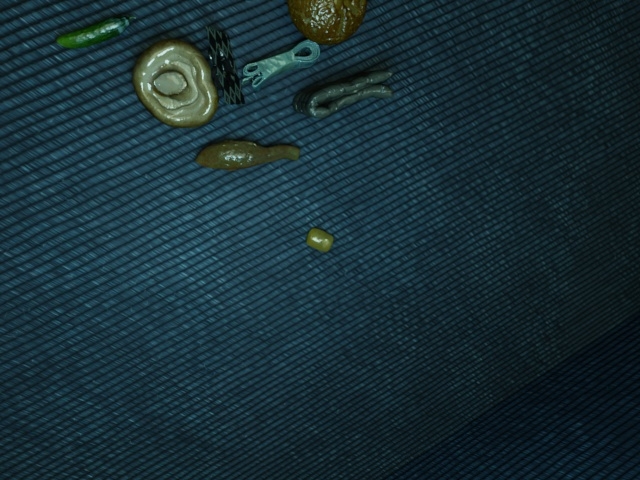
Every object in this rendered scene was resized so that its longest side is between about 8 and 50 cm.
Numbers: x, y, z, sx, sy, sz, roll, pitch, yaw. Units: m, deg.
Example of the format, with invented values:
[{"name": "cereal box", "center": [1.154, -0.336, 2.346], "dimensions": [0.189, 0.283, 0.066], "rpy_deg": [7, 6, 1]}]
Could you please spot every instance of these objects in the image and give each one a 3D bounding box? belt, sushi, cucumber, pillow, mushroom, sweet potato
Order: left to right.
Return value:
[{"name": "cucumber", "center": [-0.696, -0.652, 1.281], "dimensions": [0.249, 0.056, 0.056], "rpy_deg": [-25, 110, -7]}, {"name": "mushroom", "center": [-0.464, -0.506, 1.336], "dimensions": [0.277, 0.146, 0.279], "rpy_deg": [-3, 111, -7]}, {"name": "sushi", "center": [-0.328, -0.562, 1.348], "dimensions": [0.047, 0.220, 0.232], "rpy_deg": [-9, 108, 10]}, {"name": "sweet potato", "center": [-0.255, -0.311, 1.479], "dimensions": [0.384, 0.109, 0.109], "rpy_deg": [-7, 106, -16]}, {"name": "belt", "center": [-0.142, -0.621, 1.452], "dimensions": [0.302, 0.072, 0.088], "rpy_deg": [-28, 108, -9]}, {"name": "pillow", "center": [0.076, -0.524, 1.461], "dimensions": [0.325, 0.228, 0.101], "rpy_deg": [-20, 114, -13]}]

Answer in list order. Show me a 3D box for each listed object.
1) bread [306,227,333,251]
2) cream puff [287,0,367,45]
[{"name": "bread", "center": [0.000, 0.000, 1.661], "dimensions": [0.115, 0.056, 0.082], "rpy_deg": [28, 93, -22]}, {"name": "cream puff", "center": [0.031, -0.814, 1.363], "dimensions": [0.302, 0.212, 0.304], "rpy_deg": [-1, 91, -26]}]
